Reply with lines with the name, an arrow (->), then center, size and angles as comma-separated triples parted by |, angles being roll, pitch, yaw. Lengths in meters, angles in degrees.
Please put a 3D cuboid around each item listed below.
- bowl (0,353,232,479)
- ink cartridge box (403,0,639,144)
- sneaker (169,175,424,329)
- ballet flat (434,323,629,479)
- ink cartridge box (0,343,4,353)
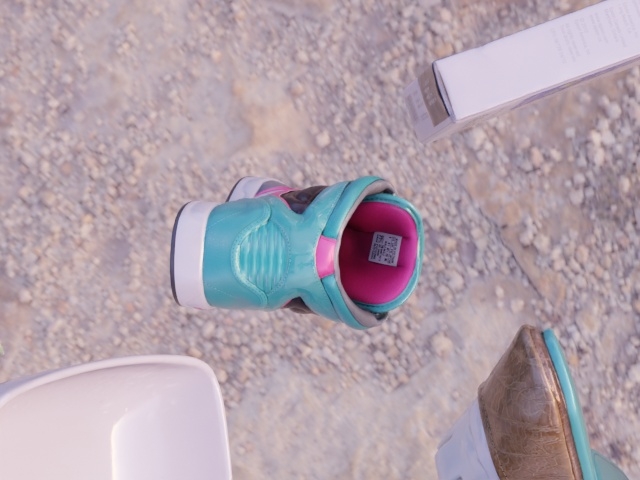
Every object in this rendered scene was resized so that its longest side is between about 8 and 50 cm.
bowl -> -0.094, 0.115, 0.465 | 0.053, 0.142, 0.142 | -2, 90, 31
ink cartridge box -> 0.265, -0.181, 1.118 | 0.371, 0.176, 0.069 | -18, 90, -5
sneaker -> 0.000, 0.000, 1.033 | 0.178, 0.295, 0.124 | 4, 99, 11
ballet flat -> 0.160, 0.176, 0.934 | 0.124, 0.342, 0.116 | -17, 57, 14
ink cartridge box -> -0.360, 0.046, 1.011 | 0.209, 0.109, 0.062 | -8, 22, 14
